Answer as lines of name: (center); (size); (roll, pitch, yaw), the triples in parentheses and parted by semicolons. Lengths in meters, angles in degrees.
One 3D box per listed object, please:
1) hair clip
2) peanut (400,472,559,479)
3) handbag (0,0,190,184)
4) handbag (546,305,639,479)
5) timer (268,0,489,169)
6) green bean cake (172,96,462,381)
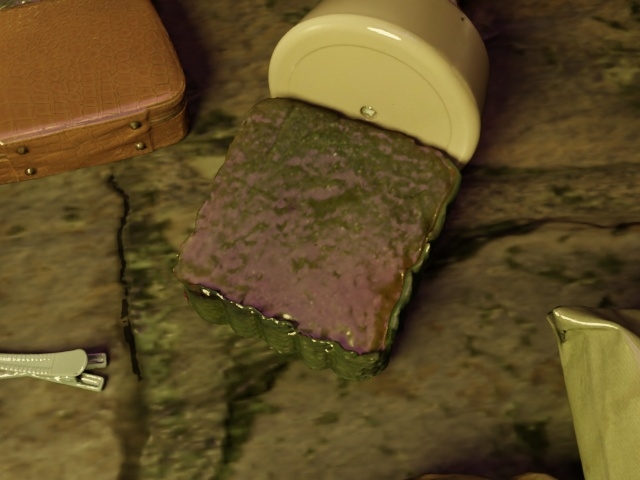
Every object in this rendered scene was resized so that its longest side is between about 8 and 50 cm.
hair clip: (-0.219, 0.090, 0.634); (0.115, 0.039, 0.030); (1, 59, -1)
peanut: (0.038, 0.224, 0.542); (0.290, 0.130, 0.130); (-18, 67, -12)
handbag: (-0.215, -0.136, 0.725); (0.193, 0.072, 0.151); (-14, 66, -9)
handbag: (0.289, 0.190, 0.565); (0.253, 0.109, 0.316); (0, 66, -24)
timer: (0.086, -0.195, 0.738); (0.175, 0.175, 0.266); (23, 57, 6)
green bean cake: (0.000, 0.000, 0.662); (0.173, 0.094, 0.181); (21, 68, 7)
